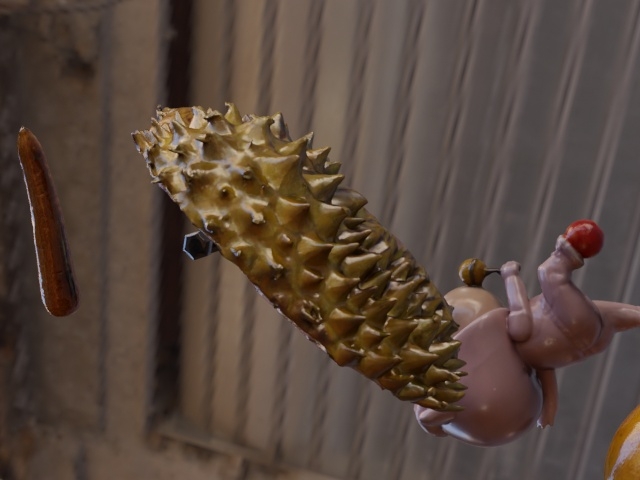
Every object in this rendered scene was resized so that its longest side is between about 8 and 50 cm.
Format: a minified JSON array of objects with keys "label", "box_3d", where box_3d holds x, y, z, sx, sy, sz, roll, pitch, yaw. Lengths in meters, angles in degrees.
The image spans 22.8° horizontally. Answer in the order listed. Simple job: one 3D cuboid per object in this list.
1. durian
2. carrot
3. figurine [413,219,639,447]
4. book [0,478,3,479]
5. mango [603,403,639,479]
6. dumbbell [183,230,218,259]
[{"label":"durian","box_3d":[0.000,0.001,1.198,0.112,0.341,0.191,-45,0,0]},{"label":"carrot","box_3d":[-0.253,-0.017,1.479,0.037,0.037,0.190,-54,-40,-63]},{"label":"figurine","box_3d":[0.218,0.103,1.736,0.287,0.186,0.176,-38,-26,14]},{"label":"book","box_3d":[-0.352,0.251,1.630,0.239,0.352,0.035,37,-107,-43]},{"label":"mango","box_3d":[0.387,0.222,1.665,0.219,0.145,0.112,-23,-13,-22]},{"label":"dumbbell","box_3d":[-0.150,0.002,2.091,0.036,0.040,0.083,-49,-7,16]}]
